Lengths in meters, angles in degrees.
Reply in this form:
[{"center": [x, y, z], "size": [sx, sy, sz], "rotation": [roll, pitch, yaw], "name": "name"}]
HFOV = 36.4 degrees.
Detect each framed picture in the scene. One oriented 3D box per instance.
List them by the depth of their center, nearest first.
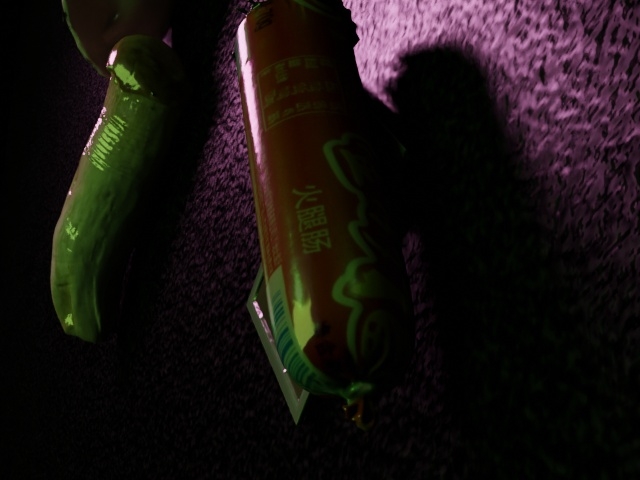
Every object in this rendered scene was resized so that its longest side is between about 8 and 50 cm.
[{"center": [0.000, 0.000, 0.605], "size": [0.142, 0.011, 0.183], "rotation": [-122, 48, -58], "name": "framed picture"}]

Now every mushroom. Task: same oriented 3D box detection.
[{"center": [-0.222, -0.048, 1.050], "size": [0.123, 0.095, 0.351], "rotation": [46, 126, 42], "name": "mushroom"}]

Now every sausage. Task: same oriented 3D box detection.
[{"center": [0.000, -0.019, 0.506], "size": [0.083, 0.083, 0.263], "rotation": [124, 147, -43], "name": "sausage"}]

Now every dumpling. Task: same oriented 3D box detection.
[{"center": [-0.229, -0.305, 1.087], "size": [0.142, 0.173, 0.246], "rotation": [-4, 79, 38], "name": "dumpling"}]
